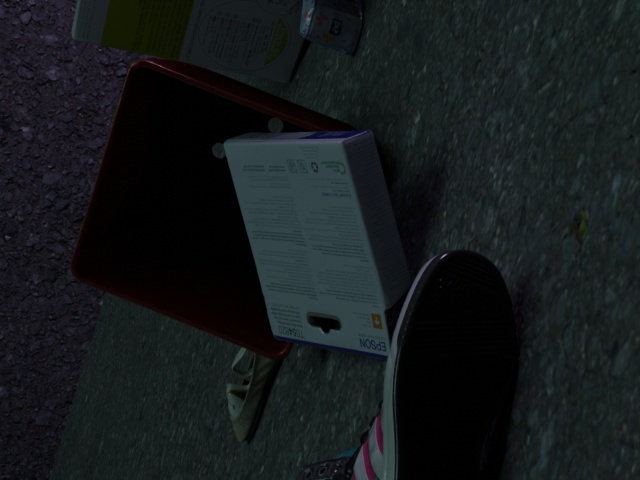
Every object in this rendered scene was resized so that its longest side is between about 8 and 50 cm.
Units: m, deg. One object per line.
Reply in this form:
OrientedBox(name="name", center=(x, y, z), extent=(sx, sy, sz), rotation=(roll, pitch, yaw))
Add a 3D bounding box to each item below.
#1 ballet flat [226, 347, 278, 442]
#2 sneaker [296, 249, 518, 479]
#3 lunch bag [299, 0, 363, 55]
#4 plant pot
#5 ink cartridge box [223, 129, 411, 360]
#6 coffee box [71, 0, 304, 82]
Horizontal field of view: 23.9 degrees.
OrientedBox(name="ballet flat", center=(-0.091, 0.175, 1.891), extent=(0.057, 0.052, 0.168), rotation=(-107, 35, -64))
OrientedBox(name="sneaker", center=(0.065, 0.160, 1.211), extent=(0.178, 0.124, 0.295), rotation=(-17, 60, 62))
OrientedBox(name="lunch bag", center=(0.015, -0.277, 1.908), extent=(0.053, 0.071, 0.083), rotation=(130, 153, -50))
OrientedBox(name="plant pot", center=(-0.096, -0.062, 1.747), extent=(0.236, 0.267, 0.267), rotation=(-54, -16, -70))
OrientedBox(name="ink cartridge box", center=(0.000, 0.000, 1.527), extent=(0.223, 0.045, 0.224), rotation=(6, 113, 55))
OrientedBox(name="coffee box", center=(-0.156, -0.482, 2.181), extent=(0.338, 0.334, 0.337), rotation=(111, 165, -45))
